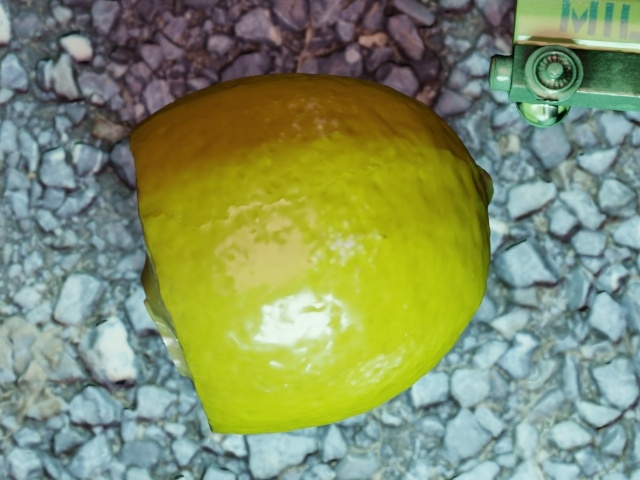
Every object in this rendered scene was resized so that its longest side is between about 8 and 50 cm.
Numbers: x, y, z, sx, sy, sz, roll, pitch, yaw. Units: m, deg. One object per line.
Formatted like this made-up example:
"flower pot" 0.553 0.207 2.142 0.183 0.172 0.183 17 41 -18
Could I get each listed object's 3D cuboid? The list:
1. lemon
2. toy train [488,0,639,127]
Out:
"lemon" 0.000 0.000 1.618 0.364 0.364 0.364 0 89 4
"toy train" 0.297 -0.192 1.725 0.253 0.105 0.157 5 76 5
